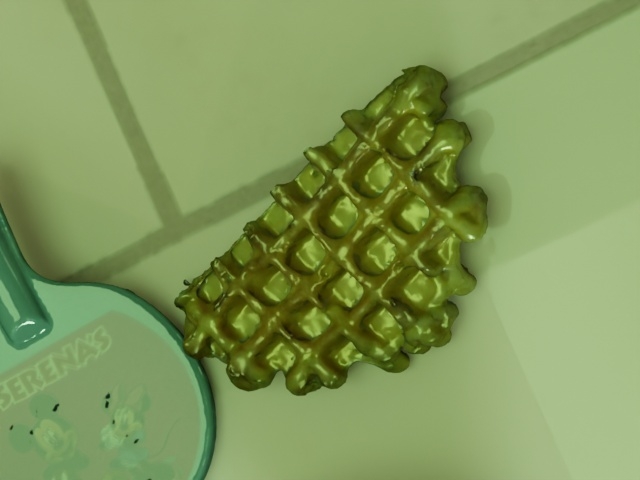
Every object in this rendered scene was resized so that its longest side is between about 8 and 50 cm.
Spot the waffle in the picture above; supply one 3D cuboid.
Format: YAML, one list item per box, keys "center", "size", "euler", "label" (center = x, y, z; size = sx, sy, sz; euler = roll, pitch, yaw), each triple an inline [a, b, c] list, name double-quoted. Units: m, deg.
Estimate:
- center: [0.000, 0.000, 0.900]
  size: [0.192, 0.046, 0.160]
  euler: [-10, 93, 23]
  label: "waffle"

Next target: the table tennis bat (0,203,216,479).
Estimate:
- center: [-0.157, 0.064, 0.955]
  size: [0.153, 0.040, 0.244]
  euler: [-28, 92, 4]
  label: "table tennis bat"
